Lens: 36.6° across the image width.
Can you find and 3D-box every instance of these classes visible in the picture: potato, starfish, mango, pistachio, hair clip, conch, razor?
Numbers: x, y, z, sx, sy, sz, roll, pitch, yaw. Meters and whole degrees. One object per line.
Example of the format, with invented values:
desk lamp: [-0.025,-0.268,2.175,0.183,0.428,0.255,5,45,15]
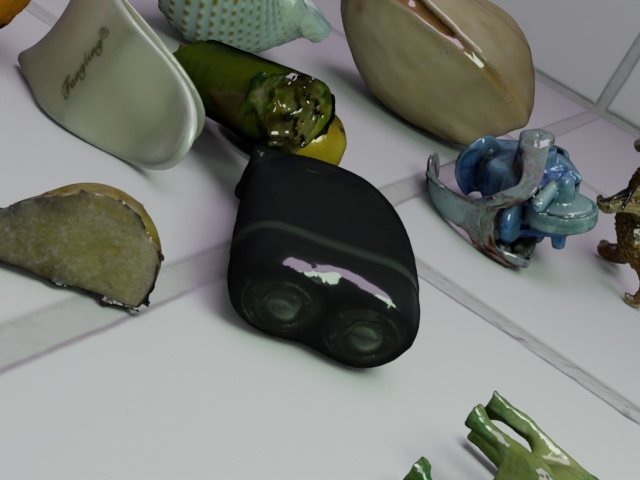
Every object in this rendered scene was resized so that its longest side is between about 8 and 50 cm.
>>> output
potato: [-0.223,-0.016,0.867,0.172,0.100,0.089,18,19,-15]
starfish: [0.510,-0.052,1.563,0.113,0.311,0.303,12,2,19]
mango: [-0.051,-0.160,1.370,0.195,0.098,0.137,30,26,18]
pistachio: [0.227,-0.360,1.881,0.445,0.281,0.365,44,-1,17]
hair clip: [-0.247,-0.194,1.158,0.282,0.172,0.113,43,16,5]
conch: [-0.159,-0.431,1.691,0.319,0.215,0.303,47,16,-22]
razor: [0.001,-0.001,1.061,0.205,0.113,0.349,19,24,-12]

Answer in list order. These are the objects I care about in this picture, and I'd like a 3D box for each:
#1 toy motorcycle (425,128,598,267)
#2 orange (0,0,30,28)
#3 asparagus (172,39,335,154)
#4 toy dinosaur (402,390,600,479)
toy motorcycle: [0.296,-0.101,1.521,0.241,0.182,0.319,23,24,-11]
orange: [-0.436,-0.323,1.172,0.161,0.193,0.193,62,20,-10]
asparagus: [-0.130,-0.208,1.288,0.128,0.108,0.382,17,10,-44]
toy dinosaur: [0.230,0.261,0.818,0.301,0.087,0.447,44,28,18]
